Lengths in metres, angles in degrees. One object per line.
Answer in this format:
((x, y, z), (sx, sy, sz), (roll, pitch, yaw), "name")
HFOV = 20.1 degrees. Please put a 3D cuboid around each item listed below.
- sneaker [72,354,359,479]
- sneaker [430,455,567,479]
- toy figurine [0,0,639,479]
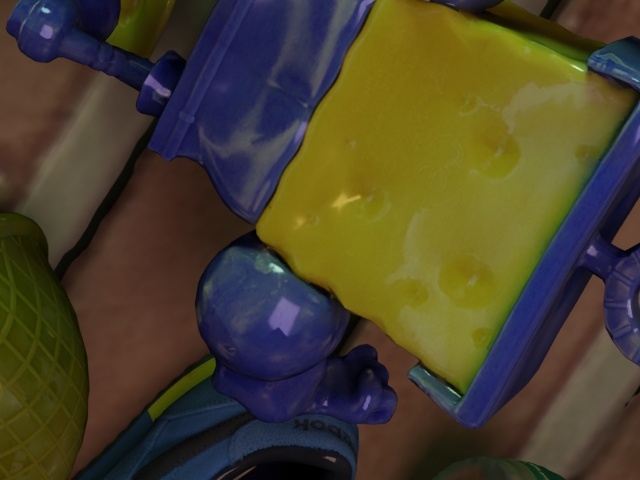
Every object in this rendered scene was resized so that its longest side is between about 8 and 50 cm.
((-0.069, 0.124, 0.603), (0.209, 0.082, 0.069), (-46, 114, 4), "sneaker")
((0.063, 0.213, 0.656), (0.121, 0.108, 0.302), (7, 113, -17), "sneaker")
((0.000, 0.000, 0.479), (0.217, 0.191, 0.363), (29, 106, 5), "toy figurine")
